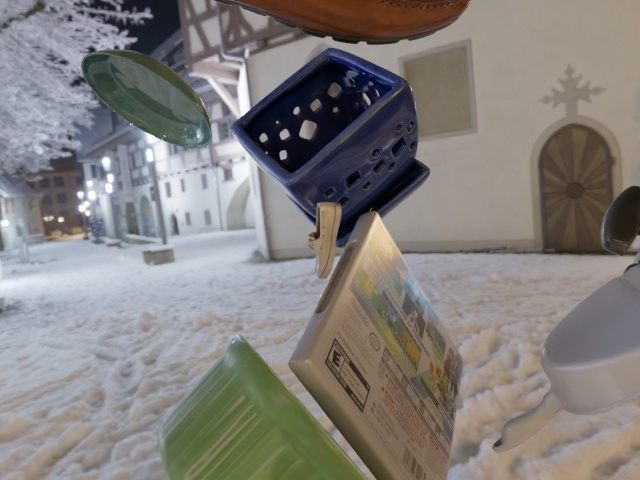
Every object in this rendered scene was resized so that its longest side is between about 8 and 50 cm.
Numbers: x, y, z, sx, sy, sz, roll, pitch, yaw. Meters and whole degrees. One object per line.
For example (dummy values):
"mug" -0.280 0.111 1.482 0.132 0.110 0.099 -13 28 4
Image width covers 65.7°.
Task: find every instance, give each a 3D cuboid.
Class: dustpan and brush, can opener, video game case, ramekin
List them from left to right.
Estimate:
"ramekin" -0.054 0.275 0.598 0.148 0.303 0.303 -41 15 -14
"video game case" 0.105 0.169 0.689 0.036 0.329 0.300 -18 26 33
"dustpan and brush" 0.229 0.120 0.444 0.211 0.060 0.147 -39 1 19
"can opener" 0.384 0.059 0.634 0.093 0.280 0.074 23 -23 22

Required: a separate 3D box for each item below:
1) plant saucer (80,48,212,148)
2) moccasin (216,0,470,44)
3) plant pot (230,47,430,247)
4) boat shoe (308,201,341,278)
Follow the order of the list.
"plant saucer" -0.144 -0.124 0.428 0.119 0.021 0.119 20 -19 7
"moccasin" -0.014 -0.311 0.510 0.379 0.139 0.147 14 -41 -9
"plant pot" 0.028 -0.144 0.824 0.236 0.212 0.236 -40 43 -5
"boat shoe" 0.000 0.000 0.620 0.035 0.100 0.035 4 18 -20
